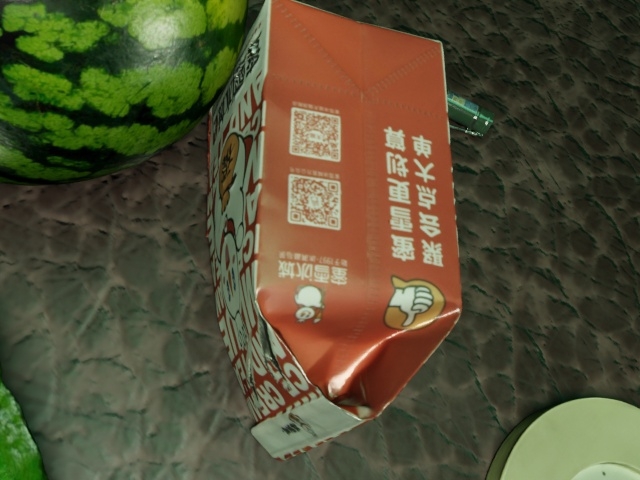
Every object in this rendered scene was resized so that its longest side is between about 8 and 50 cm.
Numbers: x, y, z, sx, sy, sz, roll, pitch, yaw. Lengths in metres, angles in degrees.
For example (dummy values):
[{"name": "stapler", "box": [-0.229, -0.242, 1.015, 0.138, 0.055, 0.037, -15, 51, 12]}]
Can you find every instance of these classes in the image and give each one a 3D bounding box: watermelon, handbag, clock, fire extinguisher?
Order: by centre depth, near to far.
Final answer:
[{"name": "watermelon", "box": [-0.183, -0.177, 0.441, 0.285, 0.285, 0.285, 8, 64, -17]}, {"name": "handbag", "box": [0.000, 0.000, 0.502, 0.151, 0.171, 0.298, 8, 68, -21]}, {"name": "clock", "box": [0.233, 0.244, 0.553, 0.235, 0.029, 0.234, 7, 66, -17]}, {"name": "fire extinguisher", "box": [0.129, -0.131, 0.690, 0.083, 0.025, 0.038, 27, 83, -7]}]

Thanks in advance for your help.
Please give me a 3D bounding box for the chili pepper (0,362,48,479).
[{"name": "chili pepper", "box": [-0.225, 0.133, 0.389, 0.136, 0.099, 0.270, -16, 75, -14]}]
